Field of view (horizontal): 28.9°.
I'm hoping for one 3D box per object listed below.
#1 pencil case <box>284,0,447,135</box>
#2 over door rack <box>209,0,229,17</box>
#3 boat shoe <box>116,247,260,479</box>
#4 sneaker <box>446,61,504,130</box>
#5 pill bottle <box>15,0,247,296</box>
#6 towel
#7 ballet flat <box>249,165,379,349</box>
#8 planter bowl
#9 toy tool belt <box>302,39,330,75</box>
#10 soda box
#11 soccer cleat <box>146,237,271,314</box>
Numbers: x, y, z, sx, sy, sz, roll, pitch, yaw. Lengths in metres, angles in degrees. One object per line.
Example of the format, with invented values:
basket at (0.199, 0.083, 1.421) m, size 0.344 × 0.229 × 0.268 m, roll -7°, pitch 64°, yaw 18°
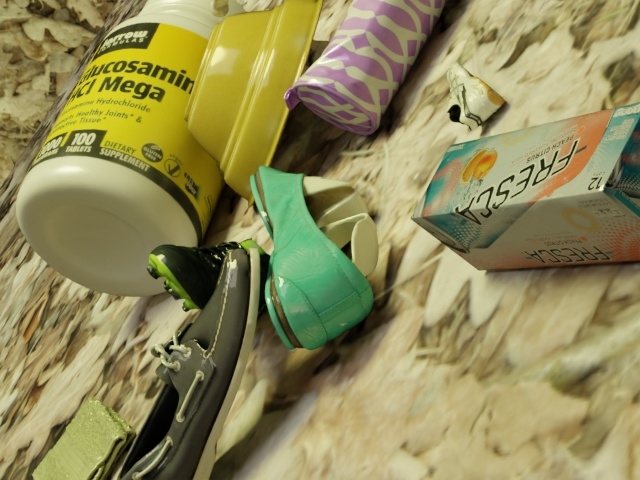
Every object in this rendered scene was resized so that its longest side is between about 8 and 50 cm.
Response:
pencil case at (0.052, -0.192, 1.078) m, size 0.206 × 0.088 × 0.086 m, roll -62°, pitch -18°, yaw -17°
over door rack at (-0.057, -0.353, 1.304) m, size 0.240 × 0.108 × 0.324 m, roll -20°, pitch 47°, yaw -14°
boat shoe at (-0.093, 0.098, 0.890) m, size 0.075 × 0.065 × 0.206 m, roll -112°, pitch 38°, yaw -73°
sneaker at (0.104, -0.106, 0.916) m, size 0.037 × 0.032 × 0.083 m, roll -51°, pitch 20°, yaw 10°
pill bottle at (-0.178, -0.119, 1.331) m, size 0.188 × 0.188 × 0.333 m, roll -33°, pitch 29°, yaw 44°
towel at (-0.223, 0.202, 1.157) m, size 0.110 × 0.027 × 0.148 m, roll -56°, pitch 20°, yaw -7°
ballet flat at (0.000, 0.000, 0.936) m, size 0.087 × 0.083 × 0.247 m, roll -23°, pitch 26°, yaw 4°
planter bowl at (-0.074, -0.147, 1.187) m, size 0.217 × 0.090 × 0.217 m, roll -162°, pitch 90°, yaw -83°
toy tool belt at (0.001, -0.156, 1.213) m, size 0.083 × 0.052 × 0.051 m, roll -79°, pitch 2°, yaw -53°
soda box at (0.129, -0.025, 0.688) m, size 0.058 × 0.063 × 0.183 m, roll -60°, pitch 21°, yaw -18°
soccer cleat at (-0.080, 0.024, 0.969) m, size 0.072 × 0.060 × 0.179 m, roll -46°, pitch -20°, yaw 1°
